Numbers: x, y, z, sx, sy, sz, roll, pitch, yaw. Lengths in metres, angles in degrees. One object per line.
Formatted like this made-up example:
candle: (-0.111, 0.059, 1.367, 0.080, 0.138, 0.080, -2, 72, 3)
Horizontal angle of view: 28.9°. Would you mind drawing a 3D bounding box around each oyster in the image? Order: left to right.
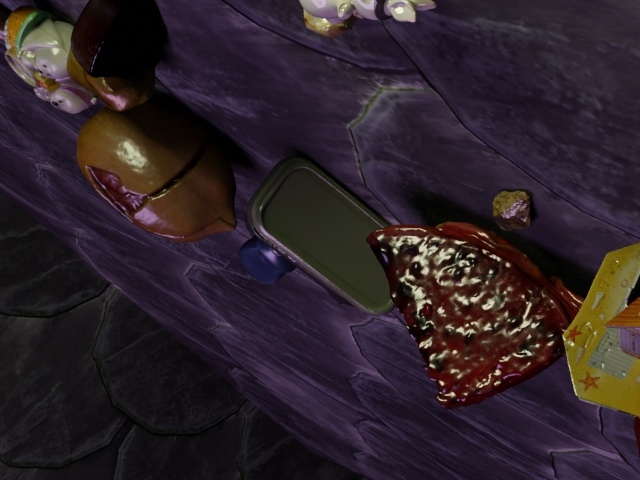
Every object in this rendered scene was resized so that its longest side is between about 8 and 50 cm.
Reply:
oyster: (0.233, -0.035, 1.509, 0.051, 0.034, 0.093, 19, 155, 24)

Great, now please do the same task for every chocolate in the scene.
chocolate: (-0.286, -0.283, 1.705, 0.080, 0.125, 0.149, 47, 173, 19)

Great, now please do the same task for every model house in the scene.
model house: (0.350, 0.064, 1.232, 0.207, 0.219, 0.136, 26, 156, 27)

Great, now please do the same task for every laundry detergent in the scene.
laundry detergent: (-0.091, 0.025, 2.284, 0.096, 0.061, 0.206, 44, 163, -3)

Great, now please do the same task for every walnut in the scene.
walnut: (-0.252, -0.110, 1.996, 0.297, 0.203, 0.203, 32, 164, 6)

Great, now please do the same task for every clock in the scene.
clock: (-0.420, -0.284, 1.977, 0.144, 0.103, 0.231, 38, 165, 21)

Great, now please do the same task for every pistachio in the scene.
pistachio: (-0.303, -0.254, 1.820, 0.189, 0.110, 0.100, 33, 139, 53)

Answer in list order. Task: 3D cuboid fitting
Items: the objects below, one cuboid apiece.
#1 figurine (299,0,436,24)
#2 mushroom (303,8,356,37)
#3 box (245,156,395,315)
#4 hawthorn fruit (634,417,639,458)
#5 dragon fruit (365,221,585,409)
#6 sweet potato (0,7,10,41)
figurine: (0.034, -0.250, 1.191, 0.098, 0.081, 0.146, 46, 161, -33)
mushroom: (-0.029, -0.289, 1.272, 0.059, 0.054, 0.202, 18, 153, 49)
box: (0.000, 0.000, 1.903, 0.274, 0.138, 0.178, 39, 168, -13)
hawthorn fruit: (0.505, 0.272, 1.637, 0.157, 0.157, 0.194, 20, 166, 43)
dragon fruit: (0.247, 0.079, 1.719, 0.286, 0.228, 0.329, 62, -164, 22)
sweet potato: (-0.591, -0.393, 2.074, 0.214, 0.050, 0.050, 30, 165, -7)
